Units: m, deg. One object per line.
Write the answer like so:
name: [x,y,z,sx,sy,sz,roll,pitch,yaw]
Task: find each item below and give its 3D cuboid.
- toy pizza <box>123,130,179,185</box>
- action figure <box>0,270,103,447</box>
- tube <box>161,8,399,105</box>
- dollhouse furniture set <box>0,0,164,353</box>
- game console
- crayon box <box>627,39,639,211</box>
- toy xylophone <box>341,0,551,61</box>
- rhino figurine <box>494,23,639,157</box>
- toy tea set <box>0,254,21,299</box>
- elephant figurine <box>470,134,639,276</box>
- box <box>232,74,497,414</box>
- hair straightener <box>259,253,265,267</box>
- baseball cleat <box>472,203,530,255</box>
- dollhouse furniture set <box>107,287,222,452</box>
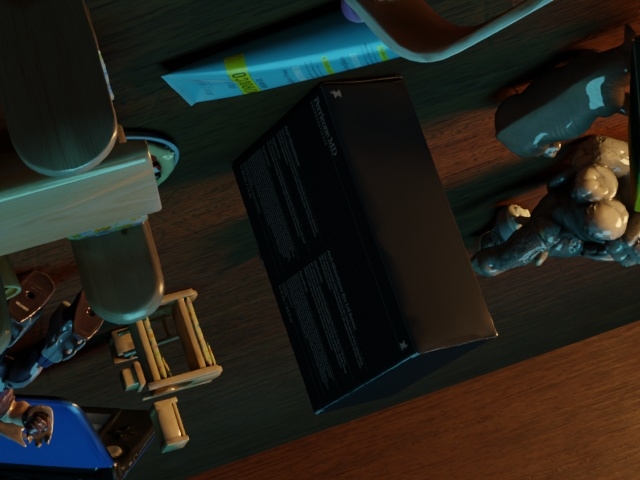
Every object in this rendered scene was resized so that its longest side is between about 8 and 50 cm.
toy pizza: [-0.221,-0.043,1.462,0.201,0.032,0.201,-18,166,-5]
action figure: [-0.354,0.141,1.791,0.185,0.099,0.285,29,132,-19]
tube: [-0.019,-0.150,1.302,0.207,0.052,0.080,-15,160,9]
dollhouse furniture set: [-0.300,0.038,1.163,0.394,0.257,0.362,-16,163,-6]
game console: [-0.381,0.211,2.038,0.293,0.173,0.250,2,-157,16]
crayon box: [0.469,-0.116,1.495,0.362,0.106,0.313,-5,171,9]
toy xylophone: [0.175,-0.224,1.153,0.322,0.081,0.236,-28,-176,18]
rhino figurine: [0.272,-0.153,1.616,0.106,0.073,0.243,-8,161,-48]
toy tea set: [-0.403,0.101,1.546,0.200,0.124,0.336,-9,167,-33]
elephant figurine: [0.328,-0.033,2.024,0.186,0.169,0.239,21,157,-15]
box: [0.035,0.005,1.511,0.103,0.261,0.184,-10,164,-32]
hair straightener: [0.000,0.000,1.891,0.089,0.047,0.230,-11,164,-29]
baseball cleat: [0.249,0.003,2.194,0.109,0.072,0.206,-17,164,19]
dollhouse furniture set: [-0.185,0.176,2.040,0.101,0.182,0.161,-14,165,-19]
